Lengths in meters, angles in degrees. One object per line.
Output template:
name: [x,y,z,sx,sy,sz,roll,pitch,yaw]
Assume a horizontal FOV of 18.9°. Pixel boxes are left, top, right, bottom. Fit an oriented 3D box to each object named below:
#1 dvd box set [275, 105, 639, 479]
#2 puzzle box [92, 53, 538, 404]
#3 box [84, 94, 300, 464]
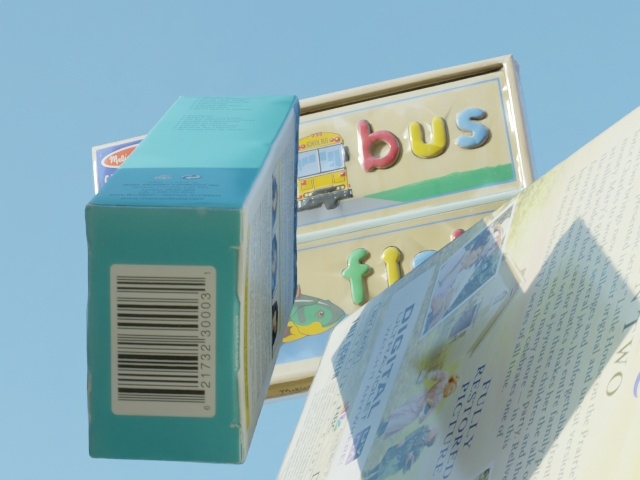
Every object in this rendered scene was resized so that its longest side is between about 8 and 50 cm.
dvd box set: [0.075,0.101,0.734,0.062,0.308,0.420,29,-32,-14]
puzzle box: [0.000,0.000,1.723,0.409,0.272,0.052,-13,-25,11]
box: [-0.048,0.006,0.809,0.060,0.244,0.101,2,-77,3]
